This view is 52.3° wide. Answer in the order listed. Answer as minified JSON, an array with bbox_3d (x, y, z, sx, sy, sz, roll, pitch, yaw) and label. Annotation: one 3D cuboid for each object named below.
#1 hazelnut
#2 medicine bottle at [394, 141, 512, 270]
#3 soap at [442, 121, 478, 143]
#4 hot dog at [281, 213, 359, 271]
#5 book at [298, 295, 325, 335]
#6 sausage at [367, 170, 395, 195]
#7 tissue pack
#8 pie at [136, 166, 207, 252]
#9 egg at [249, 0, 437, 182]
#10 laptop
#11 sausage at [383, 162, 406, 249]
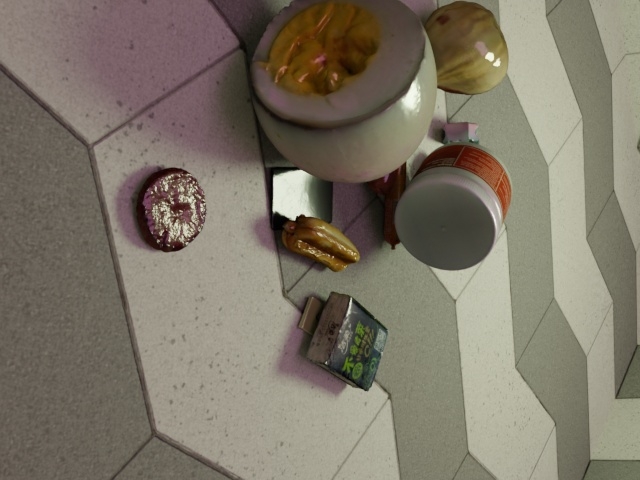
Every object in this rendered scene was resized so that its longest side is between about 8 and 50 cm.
[{"bbox_3d":[0.367,-0.500,1.733,0.261,0.241,0.261,41,31,-31],"label":"hazelnut"},{"bbox_3d":[0.336,-0.090,1.629,0.241,0.252,0.253,-52,131,-51],"label":"medicine bottle"},{"bbox_3d":[0.401,-0.302,1.864,0.149,0.100,0.056,-9,95,-74],"label":"soap"},{"bbox_3d":[0.000,0.000,1.444,0.249,0.102,0.076,28,41,-50],"label":"hot dog"},{"bbox_3d":[-0.005,0.184,1.514,0.111,0.014,0.077,37,66,-46],"label":"book"},{"bbox_3d":[0.151,-0.182,1.613,0.076,0.076,0.141,1,92,-49],"label":"sausage"},{"bbox_3d":[0.072,0.244,1.548,0.235,0.073,0.174,42,62,-50],"label":"tissue pack"},{"bbox_3d":[-0.267,-0.055,1.170,0.154,0.036,0.155,-7,99,-48],"label":"pie"},{"bbox_3d":[0.062,-0.266,1.317,0.340,0.354,0.355,63,47,-61],"label":"egg"},{"bbox_3d":[-0.040,-0.095,1.447,0.197,0.016,0.135,-7,100,-47],"label":"laptop"},{"bbox_3d":[0.193,-0.149,1.678,0.053,0.053,0.348,-2,95,-49],"label":"sausage"}]
